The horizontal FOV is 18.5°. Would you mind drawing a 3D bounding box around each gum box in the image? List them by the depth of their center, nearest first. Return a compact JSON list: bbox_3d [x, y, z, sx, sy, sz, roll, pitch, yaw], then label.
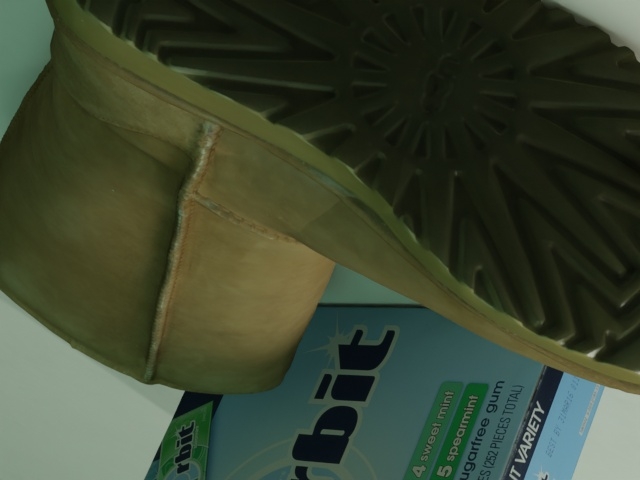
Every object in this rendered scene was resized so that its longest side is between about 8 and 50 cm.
[{"bbox_3d":[0.006,0.101,0.755,0.184,0.157,0.041,-1,147,44],"label":"gum box"}]

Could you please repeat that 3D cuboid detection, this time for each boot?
[{"bbox_3d":[0.000,0.000,0.648,0.236,0.089,0.269,35,157,2],"label":"boot"}]
